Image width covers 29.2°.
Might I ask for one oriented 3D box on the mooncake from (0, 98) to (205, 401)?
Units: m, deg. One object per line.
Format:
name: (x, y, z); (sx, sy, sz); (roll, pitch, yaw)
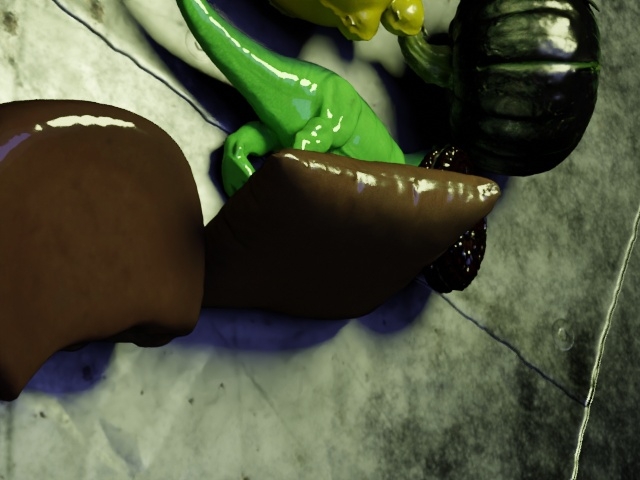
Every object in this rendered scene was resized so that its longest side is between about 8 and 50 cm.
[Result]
mooncake: (-0.275, 0.006, 1.254); (0.326, 0.174, 0.334); (-53, 126, -28)

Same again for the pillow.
pillow: (0.000, 0.000, 1.401); (0.305, 0.308, 0.108); (7, 56, -33)

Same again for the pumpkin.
pumpkin: (0.243, -0.228, 1.676); (0.296, 0.296, 0.295); (11, 71, -35)

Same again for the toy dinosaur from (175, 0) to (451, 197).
toy dinosaur: (0.015, -0.212, 1.569); (0.374, 0.144, 0.499); (-25, 98, -44)

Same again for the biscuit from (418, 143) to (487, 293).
biscuit: (0.165, -0.026, 1.568); (0.194, 0.053, 0.194); (-3, 90, -66)

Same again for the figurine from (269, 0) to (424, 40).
figurine: (0.036, -0.428, 1.587); (0.324, 0.231, 0.340); (36, 53, -30)
